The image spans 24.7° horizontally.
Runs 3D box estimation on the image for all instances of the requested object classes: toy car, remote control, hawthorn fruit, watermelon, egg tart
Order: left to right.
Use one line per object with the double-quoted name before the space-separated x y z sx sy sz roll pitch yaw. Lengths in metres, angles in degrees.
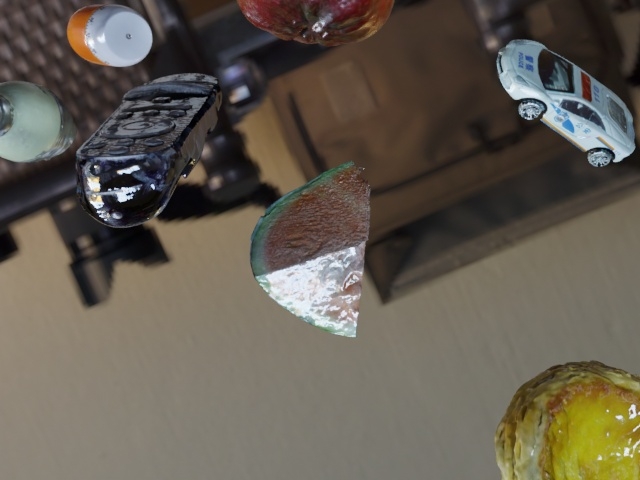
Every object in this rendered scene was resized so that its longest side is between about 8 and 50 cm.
"remote control" -0.133 -0.078 1.179 0.090 0.066 0.266 4 -158 6
"watermelon" -0.017 0.011 1.847 0.146 0.128 0.231 5 -136 -2
"hawthorn fruit" -0.007 -0.282 1.376 0.157 0.194 0.157 -4 171 -1
"toy car" 0.283 -0.161 1.662 0.056 0.205 0.095 -33 -141 39
"egg tart" 0.335 0.302 1.797 0.319 0.319 0.128 -30 176 -33

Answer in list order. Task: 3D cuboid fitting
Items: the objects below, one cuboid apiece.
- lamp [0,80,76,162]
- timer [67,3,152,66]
"lamp" -0.359 -0.144 1.784 0.101 0.101 0.250 -21 176 12
"timer" -0.339 -0.319 2.277 0.136 0.099 0.136 9 170 2
